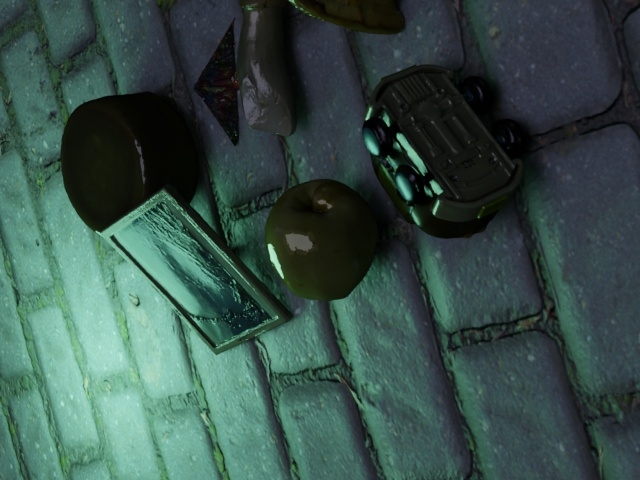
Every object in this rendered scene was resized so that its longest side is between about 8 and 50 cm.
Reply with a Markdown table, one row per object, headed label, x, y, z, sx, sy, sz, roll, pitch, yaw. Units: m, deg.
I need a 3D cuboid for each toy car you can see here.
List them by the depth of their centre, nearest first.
| label | x | y | z | sx | sy | sz | roll | pitch | yaw |
| --- | --- | --- | --- | --- | --- | --- | --- | --- | --- |
| toy car | 0.164 | -0.109 | 1.532 | 0.248 | 0.204 | 0.198 | 56 | 156 | 21 |

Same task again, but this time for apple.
| label | x | y | z | sx | sy | sz | roll | pitch | yaw |
| --- | --- | --- | --- | --- | --- | --- | --- | --- | --- |
| apple | 0.000 | 0.000 | 1.704 | 0.200 | 0.200 | 0.200 | 14 | 110 | 43 |

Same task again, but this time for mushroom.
| label | x | y | z | sx | sy | sz | roll | pitch | yaw |
| --- | --- | --- | --- | --- | --- | --- | --- | --- | --- |
| mushroom | -0.096 | -0.298 | 1.789 | 0.108 | 0.096 | 0.247 | -167 | 72 | -70 |

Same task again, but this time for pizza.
| label | x | y | z | sx | sy | sz | roll | pitch | yaw |
| --- | --- | --- | --- | --- | --- | --- | --- | --- | --- |
| pizza | 0.043 | -0.403 | 1.551 | 0.080 | 0.204 | 0.188 | 6 | 98 | 55 |

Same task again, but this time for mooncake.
| label | x | y | z | sx | sy | sz | roll | pitch | yaw |
| --- | --- | --- | --- | --- | --- | --- | --- | --- | --- |
| mooncake | -0.371 | -0.149 | 2.062 | 0.284 | 0.155 | 0.285 | 12 | 108 | 42 |

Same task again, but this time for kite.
| label | x | y | z | sx | sy | sz | roll | pitch | yaw |
| --- | --- | --- | --- | --- | --- | --- | --- | --- | --- |
| kite | -0.177 | -0.289 | 1.932 | 0.189 | 0.009 | 0.232 | 7 | 105 | 45 |

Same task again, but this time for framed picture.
| label | x | y | z | sx | sy | sz | roll | pitch | yaw |
| --- | --- | --- | --- | --- | --- | --- | --- | --- | --- |
| framed picture | -0.235 | 0.062 | 1.962 | 0.335 | 0.022 | 0.247 | 48 | 137 | -14 |
